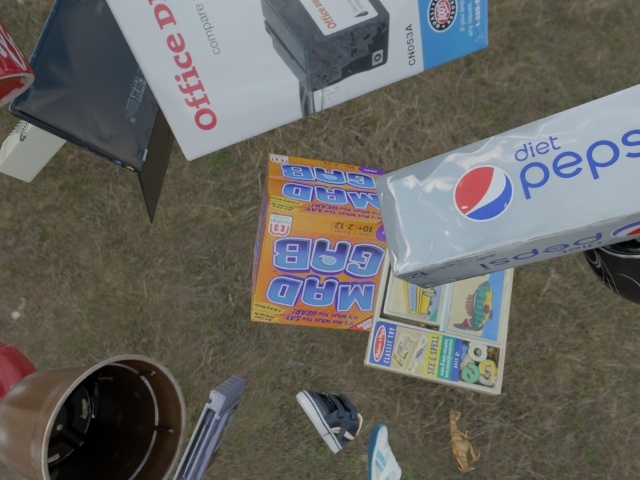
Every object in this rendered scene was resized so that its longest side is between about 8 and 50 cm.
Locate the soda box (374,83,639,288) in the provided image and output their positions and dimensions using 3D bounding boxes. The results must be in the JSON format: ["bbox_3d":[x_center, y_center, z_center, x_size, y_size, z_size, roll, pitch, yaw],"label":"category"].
[{"bbox_3d":[0.196,-0.042,0.412,0.286,0.091,0.098,-18,69,26],"label":"soda box"}]

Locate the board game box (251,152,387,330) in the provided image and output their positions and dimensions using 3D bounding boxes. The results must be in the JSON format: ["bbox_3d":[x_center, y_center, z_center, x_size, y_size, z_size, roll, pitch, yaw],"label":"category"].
[{"bbox_3d":[0.000,0.000,1.443,0.356,0.356,0.356,7,31,-10],"label":"board game box"}]

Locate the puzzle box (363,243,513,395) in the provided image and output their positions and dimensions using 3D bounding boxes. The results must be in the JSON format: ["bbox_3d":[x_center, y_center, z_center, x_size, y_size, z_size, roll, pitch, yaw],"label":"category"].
[{"bbox_3d":[0.261,0.091,1.050,0.272,0.052,0.409,12,72,3],"label":"puzzle box"}]

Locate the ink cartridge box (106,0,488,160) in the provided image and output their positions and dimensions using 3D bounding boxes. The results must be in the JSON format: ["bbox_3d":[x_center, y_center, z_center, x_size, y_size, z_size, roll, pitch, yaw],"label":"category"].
[{"bbox_3d":[-0.025,-0.237,0.432,0.307,0.223,0.129,-22,42,-5],"label":"ink cartridge box"}]

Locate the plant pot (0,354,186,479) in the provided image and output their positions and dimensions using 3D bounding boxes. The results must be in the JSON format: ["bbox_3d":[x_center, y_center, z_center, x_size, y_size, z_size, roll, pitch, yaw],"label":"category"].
[{"bbox_3d":[-0.273,0.213,0.571,0.167,0.165,0.167,13,74,-53],"label":"plant pot"}]

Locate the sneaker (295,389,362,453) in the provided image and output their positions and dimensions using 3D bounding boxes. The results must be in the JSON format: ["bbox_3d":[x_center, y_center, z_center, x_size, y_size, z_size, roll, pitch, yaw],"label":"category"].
[{"bbox_3d":[0.031,0.479,1.390,0.127,0.321,0.126,-35,51,-11],"label":"sneaker"}]

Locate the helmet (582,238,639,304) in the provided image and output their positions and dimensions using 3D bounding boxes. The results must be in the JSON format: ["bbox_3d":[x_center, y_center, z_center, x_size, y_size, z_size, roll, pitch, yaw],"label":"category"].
[{"bbox_3d":[0.382,-0.005,0.567,0.161,0.169,0.169,34,55,-37],"label":"helmet"}]

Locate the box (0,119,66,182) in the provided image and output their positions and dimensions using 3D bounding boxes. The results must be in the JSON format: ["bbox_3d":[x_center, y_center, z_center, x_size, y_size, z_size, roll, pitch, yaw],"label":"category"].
[{"bbox_3d":[-0.776,-0.282,1.363,0.094,0.275,0.113,26,43,-44],"label":"box"}]

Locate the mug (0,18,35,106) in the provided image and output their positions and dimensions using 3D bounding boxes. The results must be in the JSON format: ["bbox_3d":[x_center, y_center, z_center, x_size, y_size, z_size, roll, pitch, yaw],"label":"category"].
[{"bbox_3d":[-0.273,-0.165,0.324,0.113,0.150,0.169,-29,107,3],"label":"mug"}]

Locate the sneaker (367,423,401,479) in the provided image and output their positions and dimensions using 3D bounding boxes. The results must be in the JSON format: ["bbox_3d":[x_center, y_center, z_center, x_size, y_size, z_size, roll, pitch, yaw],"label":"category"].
[{"bbox_3d":[0.194,0.672,1.509,0.092,0.087,0.228,2,87,-3],"label":"sneaker"}]

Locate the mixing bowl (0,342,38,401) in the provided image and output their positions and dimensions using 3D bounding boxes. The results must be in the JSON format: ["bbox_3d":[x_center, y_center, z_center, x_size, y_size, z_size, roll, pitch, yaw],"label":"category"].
[{"bbox_3d":[-0.603,0.244,0.888,0.181,0.181,0.098,-17,94,-21],"label":"mixing bowl"}]

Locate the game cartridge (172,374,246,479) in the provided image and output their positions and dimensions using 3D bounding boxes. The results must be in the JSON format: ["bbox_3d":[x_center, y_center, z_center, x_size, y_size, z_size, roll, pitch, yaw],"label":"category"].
[{"bbox_3d":[-0.330,0.586,1.467,0.068,0.230,0.355,23,90,12],"label":"game cartridge"}]

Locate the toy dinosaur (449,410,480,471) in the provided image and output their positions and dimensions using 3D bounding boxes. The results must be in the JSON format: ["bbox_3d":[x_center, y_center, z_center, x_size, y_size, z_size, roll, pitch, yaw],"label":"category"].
[{"bbox_3d":[0.333,0.500,1.177,0.064,0.211,0.112,-30,110,13],"label":"toy dinosaur"}]

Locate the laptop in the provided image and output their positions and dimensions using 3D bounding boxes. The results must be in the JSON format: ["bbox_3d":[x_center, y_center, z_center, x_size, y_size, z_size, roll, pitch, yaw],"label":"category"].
[{"bbox_3d":[-0.479,-0.309,1.167,0.408,0.236,0.382,27,58,-39],"label":"laptop"}]
